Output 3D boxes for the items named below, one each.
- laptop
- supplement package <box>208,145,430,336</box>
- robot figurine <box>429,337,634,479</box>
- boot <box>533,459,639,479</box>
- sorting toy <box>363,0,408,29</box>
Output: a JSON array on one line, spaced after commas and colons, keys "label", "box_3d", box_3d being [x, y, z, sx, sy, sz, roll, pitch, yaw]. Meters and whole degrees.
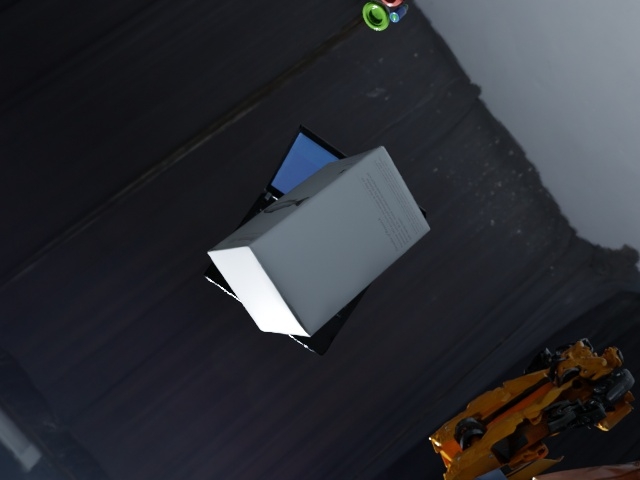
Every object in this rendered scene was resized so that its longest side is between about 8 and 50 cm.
[{"label": "laptop", "box_3d": [-0.014, 0.008, 0.999, 0.234, 0.264, 0.136, 35, 172, 0]}, {"label": "supplement package", "box_3d": [0.000, 0.000, 0.653, 0.105, 0.179, 0.105, -6, 119, 59]}, {"label": "robot figurine", "box_3d": [0.295, 0.244, 0.900, 0.085, 0.291, 0.211, 55, -174, -7]}, {"label": "boot", "box_3d": [0.490, 0.379, 1.054, 0.264, 0.281, 0.096, -79, -26, -80]}, {"label": "sorting toy", "box_3d": [0.117, -0.395, 1.081, 0.061, 0.042, 0.102, 43, 147, -2]}]
